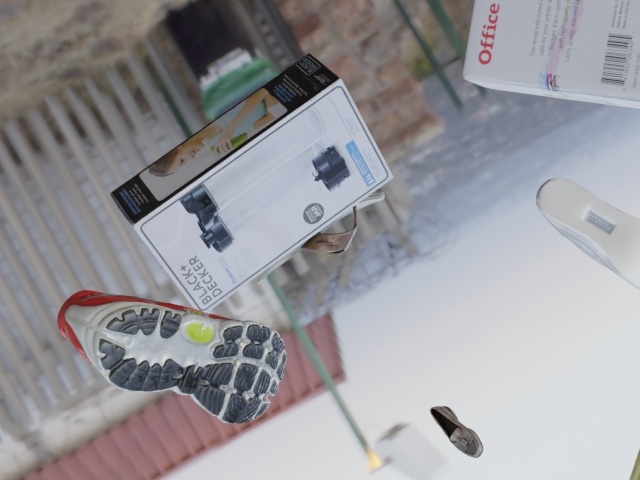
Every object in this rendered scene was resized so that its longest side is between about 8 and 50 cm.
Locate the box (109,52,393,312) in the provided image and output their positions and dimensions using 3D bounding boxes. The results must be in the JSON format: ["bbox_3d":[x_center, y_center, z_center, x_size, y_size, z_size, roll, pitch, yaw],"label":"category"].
[{"bbox_3d":[-0.077,-0.063,1.459,0.290,0.169,0.087,-35,-140,-6],"label":"box"}]

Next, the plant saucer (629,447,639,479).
[{"bbox_3d":[0.625,0.395,1.876,0.332,0.333,0.081,91,14,-48],"label":"plant saucer"}]

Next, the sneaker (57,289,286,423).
[{"bbox_3d":[-0.141,0.102,1.237,0.279,0.118,0.107,29,86,-48],"label":"sneaker"}]

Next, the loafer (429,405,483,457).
[{"bbox_3d":[0.235,0.335,2.183,0.039,0.125,0.045,18,111,-43],"label":"loafer"}]

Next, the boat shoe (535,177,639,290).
[{"bbox_3d":[0.312,-0.001,1.357,0.066,0.184,0.063,-60,176,-2],"label":"boat shoe"}]

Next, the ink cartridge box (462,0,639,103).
[{"bbox_3d":[0.342,-0.274,1.556,0.270,0.198,0.197,11,-174,20],"label":"ink cartridge box"}]

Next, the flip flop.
[{"bbox_3d":[0.000,0.000,2.152,0.277,0.080,0.112,-36,172,5],"label":"flip flop"}]
